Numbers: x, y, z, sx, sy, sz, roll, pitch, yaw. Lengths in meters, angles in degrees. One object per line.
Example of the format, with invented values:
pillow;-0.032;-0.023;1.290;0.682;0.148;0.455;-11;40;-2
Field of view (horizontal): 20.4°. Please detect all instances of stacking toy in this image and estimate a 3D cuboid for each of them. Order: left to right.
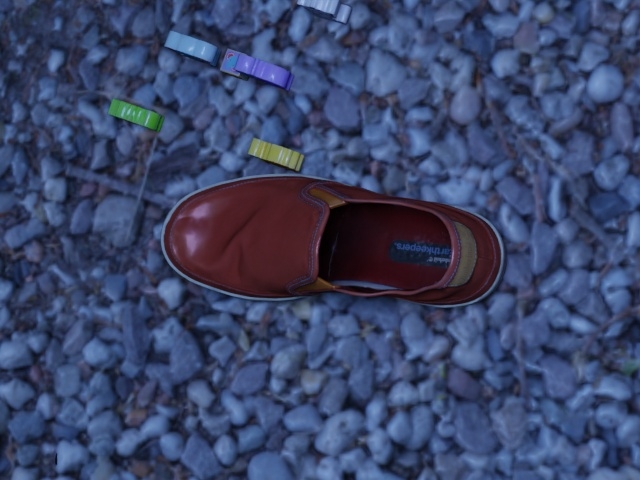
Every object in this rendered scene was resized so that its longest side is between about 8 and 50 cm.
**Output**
stacking toy;-0.090;-0.172;1.700;0.221;0.052;0.167;18;89;23

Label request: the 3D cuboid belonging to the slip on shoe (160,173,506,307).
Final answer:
slip on shoe;0.000;0.000;1.614;0.331;0.101;0.123;6;86;23
